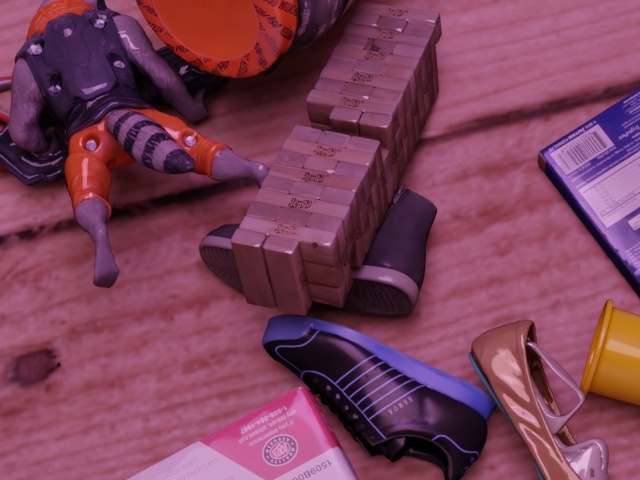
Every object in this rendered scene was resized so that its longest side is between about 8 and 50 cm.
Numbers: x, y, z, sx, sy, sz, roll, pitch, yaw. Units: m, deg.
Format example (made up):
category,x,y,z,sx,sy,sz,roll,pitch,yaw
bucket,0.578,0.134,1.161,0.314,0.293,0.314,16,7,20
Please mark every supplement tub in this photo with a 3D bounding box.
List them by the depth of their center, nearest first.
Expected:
category,x,y,z,sx,sy,sz,roll,pitch,yaw
supplement tub,-0.027,-0.322,1.426,0.207,0.207,0.338,25,53,14

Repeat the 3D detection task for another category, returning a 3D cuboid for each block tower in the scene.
category,x,y,z,sx,sy,sz,roll,pitch,yaw
block tower,0.026,-0.082,1.387,0.091,0.097,0.335,12,52,18

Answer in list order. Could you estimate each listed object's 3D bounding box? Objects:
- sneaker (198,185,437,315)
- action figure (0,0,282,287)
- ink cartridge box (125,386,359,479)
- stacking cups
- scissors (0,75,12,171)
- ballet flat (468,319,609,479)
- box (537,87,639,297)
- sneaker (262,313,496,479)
category,x,y,z,sx,sy,sz,roll,pitch,yaw
sneaker,0.000,0.000,1.432,0.222,0.083,0.118,11,55,13
action figure,-0.164,-0.146,1.428,0.341,0.178,0.330,-31,60,-12
ink cartridge box,-0.031,0.305,1.289,0.207,0.117,0.283,-28,70,-5
stacking cups,0.401,0.136,1.328,0.316,0.096,0.096,14,72,9
scissors,-0.417,-0.173,1.553,0.297,0.021,0.109,29,77,13
ballet flat,0.215,0.176,1.320,0.073,0.080,0.232,-33,78,17
box,0.330,-0.030,1.423,0.136,0.036,0.225,-31,69,-6
sneaker,0.043,0.146,1.361,0.232,0.081,0.090,21,66,11
